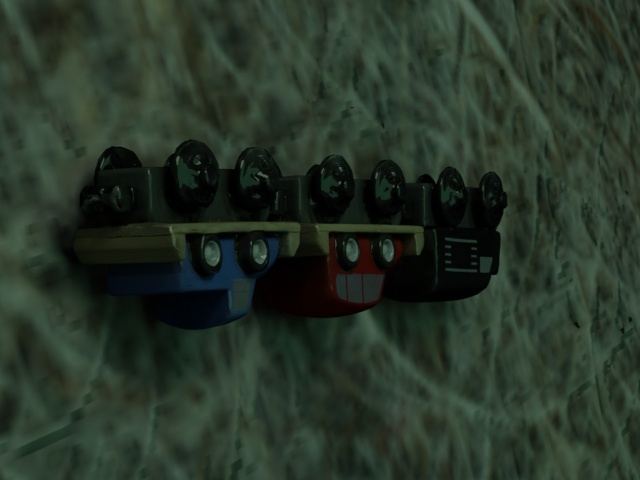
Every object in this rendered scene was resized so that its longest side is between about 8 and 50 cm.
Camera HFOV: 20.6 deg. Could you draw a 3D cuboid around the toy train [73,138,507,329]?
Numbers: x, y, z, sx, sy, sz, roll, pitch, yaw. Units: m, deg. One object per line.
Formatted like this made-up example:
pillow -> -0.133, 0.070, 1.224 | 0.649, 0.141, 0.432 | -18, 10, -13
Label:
toy train -> 0.000, 0.000, 0.386 | 0.158, 0.027, 0.036 | 1, 87, -59
